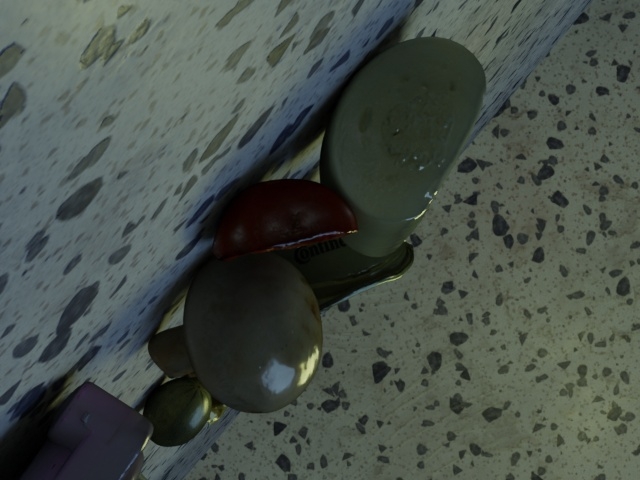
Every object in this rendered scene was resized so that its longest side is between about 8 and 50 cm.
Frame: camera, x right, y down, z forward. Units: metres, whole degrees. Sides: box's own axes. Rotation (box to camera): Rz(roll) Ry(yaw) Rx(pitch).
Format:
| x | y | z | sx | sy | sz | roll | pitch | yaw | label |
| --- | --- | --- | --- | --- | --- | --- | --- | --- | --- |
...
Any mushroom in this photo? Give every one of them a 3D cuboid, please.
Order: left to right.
| x | y | z | sx | sy | sz | roll | pitch | yaw | label |
| --- | --- | --- | --- | --- | --- | --- | --- | --- | --- |
| -0.110 | 0.117 | 1.443 | 0.215 | 0.207 | 0.207 | -18 | -171 | 26 | mushroom |

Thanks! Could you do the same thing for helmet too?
| x | y | z | sx | sy | sz | roll | pitch | yaw | label |
| --- | --- | --- | --- | --- | --- | --- | --- | --- | --- |
| -0.004 | -0.001 | 1.601 | 0.257 | 0.137 | 0.204 | -25 | -157 | -24 | helmet |

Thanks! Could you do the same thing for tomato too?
| x | y | z | sx | sy | sz | roll | pitch | yaw | label |
| --- | --- | --- | --- | --- | --- | --- | --- | --- | --- |
| -0.052 | -0.027 | 1.310 | 0.166 | 0.082 | 0.174 | -12 | -179 | -21 | tomato |

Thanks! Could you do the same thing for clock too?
| x | y | z | sx | sy | sz | roll | pitch | yaw | label |
| --- | --- | --- | --- | --- | --- | --- | --- | --- | --- |
| -0.308 | 0.312 | 1.300 | 0.295 | 0.113 | 0.322 | -56 | -175 | -19 | clock |

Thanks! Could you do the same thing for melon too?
| x | y | z | sx | sy | sz | roll | pitch | yaw | label |
| --- | --- | --- | --- | --- | --- | --- | --- | --- | --- |
| -0.223 | 0.267 | 1.824 | 0.130 | 0.098 | 0.098 | -44 | 177 | 26 | melon |

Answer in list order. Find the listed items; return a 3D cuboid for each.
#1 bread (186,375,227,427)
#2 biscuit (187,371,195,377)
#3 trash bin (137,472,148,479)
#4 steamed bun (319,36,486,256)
| x | y | z | sx | sy | sz | roll | pitch | yaw | label |
| --- | --- | --- | --- | --- | --- | --- | --- | --- | --- |
| -0.135 | 0.194 | 2.012 | 0.269 | 0.087 | 0.098 | -49 | -159 | 0 | bread |
| -0.087 | 0.136 | 1.780 | 0.269 | 0.051 | 0.376 | -29 | 177 | -14 | biscuit |
| -0.351 | 0.486 | 1.669 | 0.296 | 0.256 | 0.368 | -47 | 168 | -2 | trash bin |
| 0.084 | -0.117 | 1.404 | 0.250 | 0.154 | 0.200 | -60 | 179 | -13 | steamed bun |
